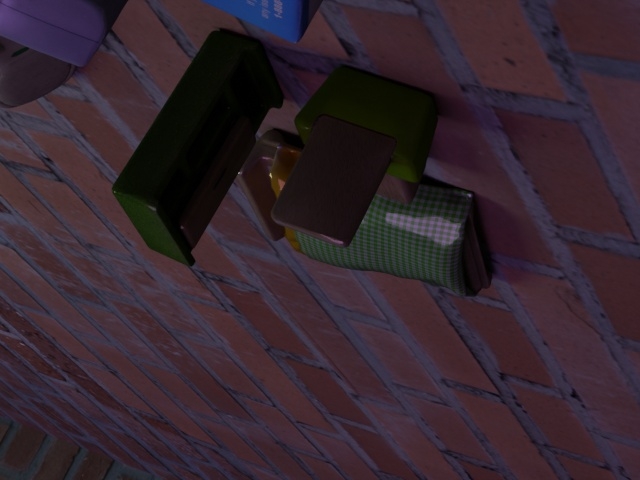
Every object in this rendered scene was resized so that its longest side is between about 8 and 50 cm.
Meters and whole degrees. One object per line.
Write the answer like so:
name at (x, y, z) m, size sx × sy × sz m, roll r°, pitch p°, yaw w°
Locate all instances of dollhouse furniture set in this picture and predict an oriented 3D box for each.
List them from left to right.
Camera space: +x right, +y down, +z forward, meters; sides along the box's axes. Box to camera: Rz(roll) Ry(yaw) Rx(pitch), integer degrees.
dollhouse furniture set at (0.000, 0.000, 1.319) m, size 0.198 × 0.151 × 0.301 m, roll 20°, pitch 160°, yaw 21°

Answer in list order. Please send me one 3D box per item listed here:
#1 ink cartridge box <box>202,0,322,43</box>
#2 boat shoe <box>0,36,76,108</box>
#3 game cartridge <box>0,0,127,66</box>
ink cartridge box at (-0.118, -0.256, 0.850) m, size 0.307 × 0.129 × 0.223 m, roll 25°, pitch 161°, yaw 8°
boat shoe at (-0.251, -0.171, 1.371) m, size 0.079 × 0.084 × 0.233 m, roll 63°, pitch 176°, yaw 15°
game cartridge at (-0.241, -0.223, 1.031) m, size 0.294 × 0.196 × 0.060 m, roll 30°, pitch 124°, yaw -9°
